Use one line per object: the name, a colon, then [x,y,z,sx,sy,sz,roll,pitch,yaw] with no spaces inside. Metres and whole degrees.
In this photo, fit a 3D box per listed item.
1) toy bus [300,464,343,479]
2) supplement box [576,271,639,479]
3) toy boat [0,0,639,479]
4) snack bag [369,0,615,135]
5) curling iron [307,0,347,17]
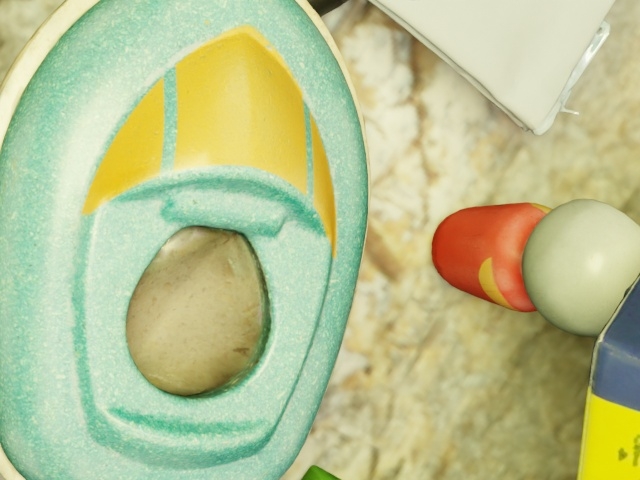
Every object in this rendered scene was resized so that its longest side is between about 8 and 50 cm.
toy bus: [-0.079,0.171,0.702,0.191,0.104,0.202,-42,108,-2]
supplement box: [0.233,0.170,0.643,0.194,0.195,0.356,16,124,25]
toy boat: [0.000,0.000,0.630,0.318,0.148,0.267,3,94,-27]
snack bag: [0.080,-0.258,0.600,0.342,0.037,0.323,31,90,-37]
curling iron: [-0.094,-0.064,0.688,0.274,0.035,0.068,-36,129,-9]
